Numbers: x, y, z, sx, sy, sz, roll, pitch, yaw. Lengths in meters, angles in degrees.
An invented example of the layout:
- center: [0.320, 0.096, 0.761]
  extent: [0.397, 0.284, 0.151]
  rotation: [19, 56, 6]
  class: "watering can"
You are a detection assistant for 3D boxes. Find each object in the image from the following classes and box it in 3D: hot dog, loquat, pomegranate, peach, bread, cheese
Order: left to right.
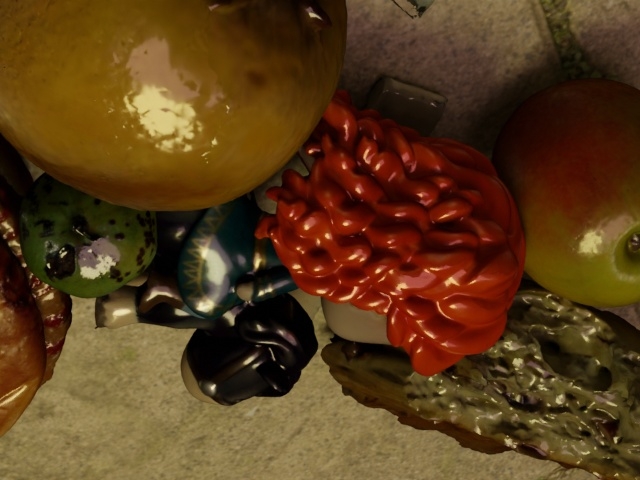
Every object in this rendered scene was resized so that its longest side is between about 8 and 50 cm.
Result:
- center: [-0.353, 0.014, 1.411]
  extent: [0.223, 0.185, 0.405]
  rotation: [-25, 134, 1]
  class: "hot dog"
- center: [-0.194, -0.007, 1.372]
  extent: [0.122, 0.122, 0.161]
  rotation: [-28, 164, 3]
  class: "pomegranate"
- center: [-0.148, -0.177, 1.257]
  extent: [0.359, 0.328, 0.328]
  rotation: [-15, 142, 37]
  class: "loquat"
- center: [0.002, 0.002, 1.643]
  extent: [0.085, 0.034, 0.400]
  rotation: [17, 121, -29]
  class: "cheese"
- center: [0.225, 0.136, 1.677]
  extent: [0.314, 0.370, 0.192]
  rotation: [26, 80, -40]
  class: "bread"
- center: [0.277, -0.049, 1.588]
  extent: [0.231, 0.231, 0.231]
  rotation: [-11, 131, -13]
  class: "peach"

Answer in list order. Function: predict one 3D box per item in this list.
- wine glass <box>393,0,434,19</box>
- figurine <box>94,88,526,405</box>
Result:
- center: [0.117, -0.277, 1.429]
  extent: [0.155, 0.072, 0.072]
  rotation: [-43, 130, 16]
  class: "wine glass"
- center: [-0.019, 0.020, 1.502]
  extent: [0.411, 0.241, 0.306]
  rotation: [-22, 104, 17]
  class: "figurine"
